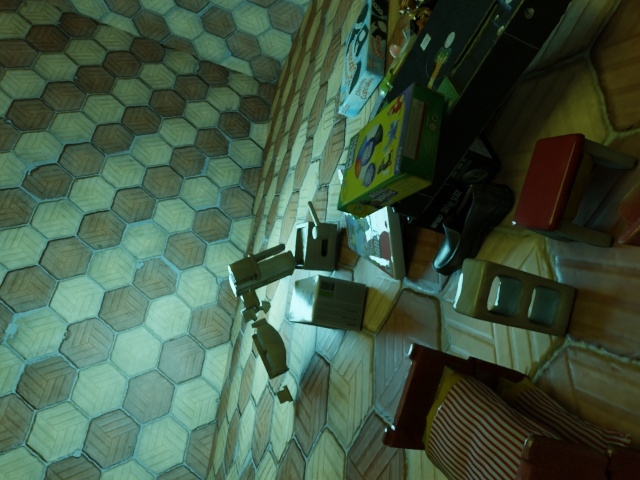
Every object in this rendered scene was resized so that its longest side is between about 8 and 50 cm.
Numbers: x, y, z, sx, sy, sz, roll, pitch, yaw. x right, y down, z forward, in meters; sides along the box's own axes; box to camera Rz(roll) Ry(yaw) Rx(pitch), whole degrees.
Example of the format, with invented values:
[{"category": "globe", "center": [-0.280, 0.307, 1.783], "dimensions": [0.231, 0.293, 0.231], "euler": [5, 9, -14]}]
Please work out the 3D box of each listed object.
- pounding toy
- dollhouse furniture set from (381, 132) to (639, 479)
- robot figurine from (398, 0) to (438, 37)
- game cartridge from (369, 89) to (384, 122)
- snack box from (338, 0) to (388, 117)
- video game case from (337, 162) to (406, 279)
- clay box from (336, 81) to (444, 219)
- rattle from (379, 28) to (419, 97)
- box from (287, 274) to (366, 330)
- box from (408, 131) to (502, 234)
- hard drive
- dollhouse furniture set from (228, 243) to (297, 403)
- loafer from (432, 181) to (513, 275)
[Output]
[{"category": "pounding toy", "center": [0.002, -0.009, 1.257], "dimensions": [0.206, 0.094, 0.181], "euler": [174, 100, -72]}, {"category": "dollhouse furniture set", "center": [0.208, 0.075, 0.441], "dimensions": [0.201, 0.152, 0.374], "euler": [-159, 85, -73]}, {"category": "robot figurine", "center": [0.236, -0.485, 0.962], "dimensions": [0.291, 0.085, 0.211], "euler": [-101, 31, -55]}, {"category": "game cartridge", "center": [0.151, -0.219, 1.065], "dimensions": [0.198, 0.062, 0.297], "euler": [-147, 73, -68]}, {"category": "snack box", "center": [0.126, -0.546, 1.411], "dimensions": [0.187, 0.060, 0.321], "euler": [133, 148, -58]}, {"category": "video game case", "center": [0.098, -0.052, 0.987], "dimensions": [0.285, 0.025, 0.204], "euler": [-141, 40, -72]}, {"category": "clay box", "center": [0.085, -0.113, 0.682], "dimensions": [0.222, 0.053, 0.127], "euler": [154, 130, -65]}, {"category": "rattle", "center": [0.195, -0.331, 0.936], "dimensions": [0.199, 0.143, 0.130], "euler": [-69, -7, -61]}, {"category": "box", "center": [0.009, 0.145, 1.091], "dimensions": [0.203, 0.114, 0.103], "euler": [156, 126, -69]}, {"category": "box", "center": [0.197, -0.125, 0.783], "dimensions": [0.180, 0.078, 0.147], "euler": [-95, 27, -48]}, {"category": "hard drive", "center": [0.181, -0.228, 0.687], "dimensions": [0.236, 0.064, 0.339], "euler": [-96, 29, -50]}, {"category": "dollhouse furniture set", "center": [-0.086, 0.220, 1.227], "dimensions": [0.355, 0.174, 0.303], "euler": [64, 165, 13]}, {"category": "loafer", "center": [0.204, -0.018, 0.697], "dimensions": [0.062, 0.061, 0.170], "euler": [-98, 28, -51]}]
